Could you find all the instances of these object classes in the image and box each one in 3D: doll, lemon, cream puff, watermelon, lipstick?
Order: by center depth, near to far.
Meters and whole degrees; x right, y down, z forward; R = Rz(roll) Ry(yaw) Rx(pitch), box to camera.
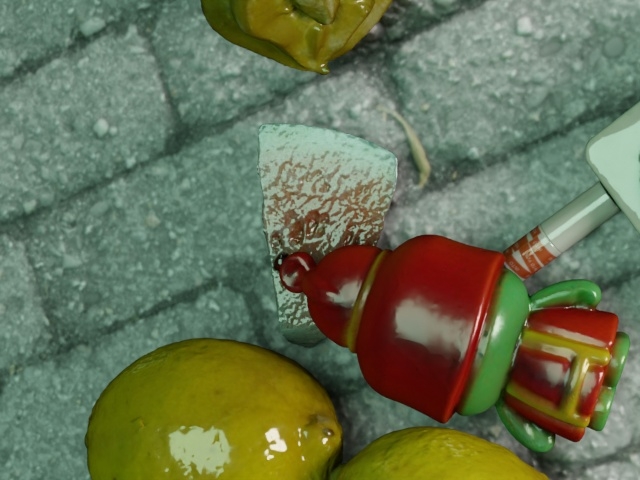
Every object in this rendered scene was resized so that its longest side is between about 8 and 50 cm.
[{"bbox_3d":[0.131,0.307,1.511,0.288,0.233,0.233,30,100,11],"label":"lemon"},{"bbox_3d":[0.124,0.089,1.538,0.363,0.160,0.182,20,108,16],"label":"doll"},{"bbox_3d":[0.245,-0.008,1.571,0.131,0.038,0.038,-37,76,17],"label":"lipstick"},{"bbox_3d":[-0.027,-0.332,1.595,0.291,0.257,0.324,-28,35,-14],"label":"cream puff"},{"bbox_3d":[-0.112,0.215,1.610,0.263,0.236,0.236,26,98,23],"label":"lemon"},{"bbox_3d":[0.000,0.000,1.656,0.154,0.094,0.241,9,93,12],"label":"watermelon"}]

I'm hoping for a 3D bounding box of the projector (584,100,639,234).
[{"bbox_3d":[0.429,-0.062,1.475,0.257,0.079,0.259,-38,76,17],"label":"projector"}]
